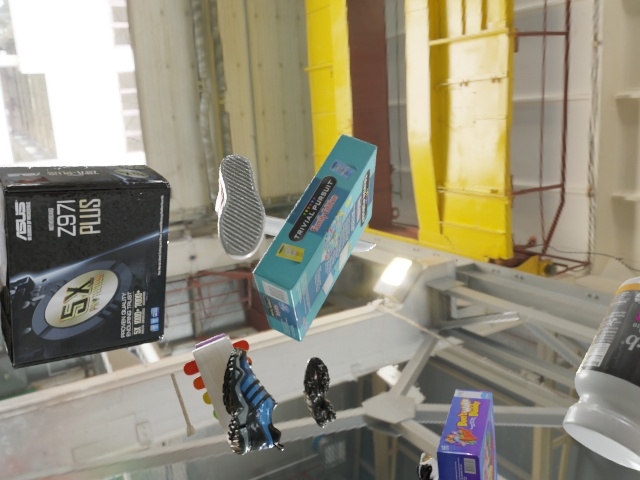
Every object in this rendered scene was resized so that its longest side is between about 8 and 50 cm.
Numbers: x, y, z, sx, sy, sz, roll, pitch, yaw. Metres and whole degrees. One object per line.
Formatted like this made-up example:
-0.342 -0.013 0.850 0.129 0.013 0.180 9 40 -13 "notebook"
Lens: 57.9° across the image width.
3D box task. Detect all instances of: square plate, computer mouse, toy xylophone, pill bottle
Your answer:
-0.074 -0.025 1.560 0.344 0.347 0.049 14 -90 68 "square plate"
0.245 0.531 1.308 0.193 0.042 0.106 9 81 -75 "computer mouse"
-0.296 0.432 1.677 0.081 0.236 0.322 101 -27 -70 "toy xylophone"
0.515 0.210 0.935 0.162 0.278 0.162 31 -17 11 "pill bottle"

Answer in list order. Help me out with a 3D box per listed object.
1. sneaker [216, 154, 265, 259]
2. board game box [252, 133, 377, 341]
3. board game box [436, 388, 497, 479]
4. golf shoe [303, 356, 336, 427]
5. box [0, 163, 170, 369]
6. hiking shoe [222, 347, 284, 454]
-0.091 -0.025 0.649 0.070 0.051 0.134 105 -20 -54 "sneaker"
0.000 0.000 1.133 0.079 0.336 0.253 23 -26 15 "board game box"
0.305 0.514 1.167 0.078 0.233 0.346 -1 -76 23 "board game box"
-0.020 0.394 1.529 0.094 0.077 0.198 18 -61 59 "golf shoe"
-0.236 0.019 0.577 0.077 0.147 0.180 31 -61 49 "box"
-0.186 0.428 1.554 0.113 0.132 0.304 118 -31 -42 "hiking shoe"
